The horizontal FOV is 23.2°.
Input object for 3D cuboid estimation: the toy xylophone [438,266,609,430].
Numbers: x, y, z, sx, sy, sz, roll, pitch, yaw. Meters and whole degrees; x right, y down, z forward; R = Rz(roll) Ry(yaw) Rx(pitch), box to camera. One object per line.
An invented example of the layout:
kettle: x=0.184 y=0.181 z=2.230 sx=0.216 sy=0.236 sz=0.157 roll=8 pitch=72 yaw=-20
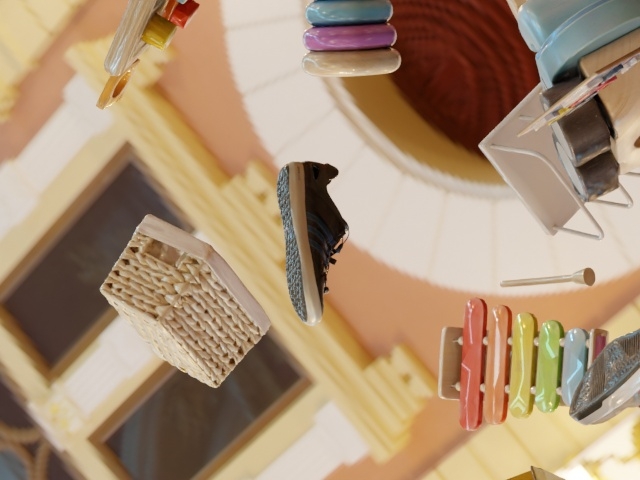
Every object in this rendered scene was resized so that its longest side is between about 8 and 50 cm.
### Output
toy xylophone: x=0.315 y=0.162 z=2.365 sx=0.081 sy=0.322 sz=0.236 roll=10 pitch=-107 yaw=-41

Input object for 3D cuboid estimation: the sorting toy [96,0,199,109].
sorting toy: x=-0.172 y=-0.293 z=1.868 sx=0.047 sy=0.348 sz=0.196 roll=33 pitch=-144 yaw=4

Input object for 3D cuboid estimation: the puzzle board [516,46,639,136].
puzzle board: x=0.257 y=-0.144 z=1.516 sx=0.096 sy=0.128 sz=0.011 roll=-30 pitch=-97 yaw=-39

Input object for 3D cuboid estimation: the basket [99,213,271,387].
basket: x=-0.149 y=0.070 z=1.702 sx=0.113 sy=0.103 sz=0.167 roll=25 pitch=160 yaw=36

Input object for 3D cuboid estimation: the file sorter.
file sorter: x=0.421 y=-0.159 z=2.332 sx=0.193 sy=0.277 sz=0.173 roll=50 pitch=169 yaw=-22

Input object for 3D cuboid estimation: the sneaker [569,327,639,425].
sneaker: x=0.442 y=0.166 z=1.844 sx=0.178 sy=0.295 sz=0.124 roll=35 pitch=-135 yaw=-9

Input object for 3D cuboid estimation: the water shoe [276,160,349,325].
water shoe: x=0.000 y=0.000 z=1.881 sx=0.080 sy=0.073 sz=0.203 roll=-4 pitch=-100 yaw=-17

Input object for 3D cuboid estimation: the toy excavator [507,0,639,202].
toy excavator: x=0.359 y=-0.283 z=2.118 sx=0.445 sy=0.222 sz=0.433 roll=66 pitch=-175 yaw=21

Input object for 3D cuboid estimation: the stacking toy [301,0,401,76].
stacking toy: x=0.037 y=-0.396 z=2.162 sx=0.141 sy=0.141 sz=0.330 roll=-19 pitch=-71 yaw=-59

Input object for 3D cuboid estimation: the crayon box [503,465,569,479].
crayon box: x=0.289 y=0.392 z=1.927 sx=0.318 sy=0.081 sz=0.202 roll=36 pitch=-146 yaw=-67
